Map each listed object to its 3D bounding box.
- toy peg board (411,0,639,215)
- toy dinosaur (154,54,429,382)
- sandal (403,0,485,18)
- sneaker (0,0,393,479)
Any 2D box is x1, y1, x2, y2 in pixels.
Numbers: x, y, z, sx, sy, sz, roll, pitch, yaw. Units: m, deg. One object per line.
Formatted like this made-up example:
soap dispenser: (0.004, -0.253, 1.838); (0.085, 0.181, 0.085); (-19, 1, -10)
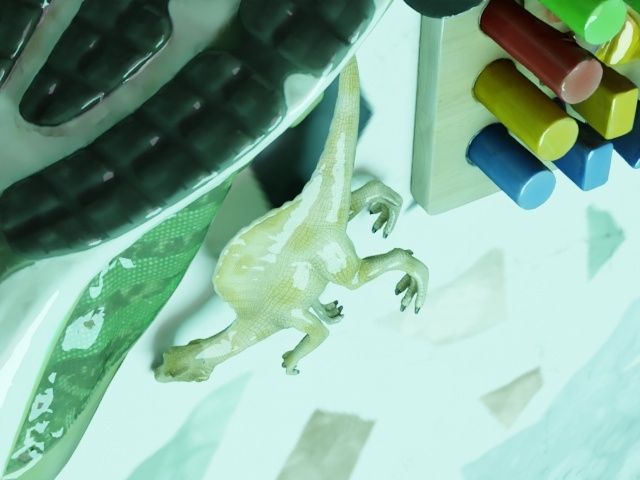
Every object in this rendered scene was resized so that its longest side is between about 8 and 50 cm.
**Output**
toy peg board: (0.128, -0.081, 0.774); (0.161, 0.079, 0.160); (-20, 136, -23)
toy dinosaur: (0.000, 0.000, 0.763); (0.093, 0.053, 0.183); (9, 119, -42)
sandal: (0.070, -0.162, 0.663); (0.067, 0.040, 0.179); (27, 105, -7)
sneaker: (-0.093, -0.023, 0.643); (0.410, 0.158, 0.182); (-51, 171, 8)
